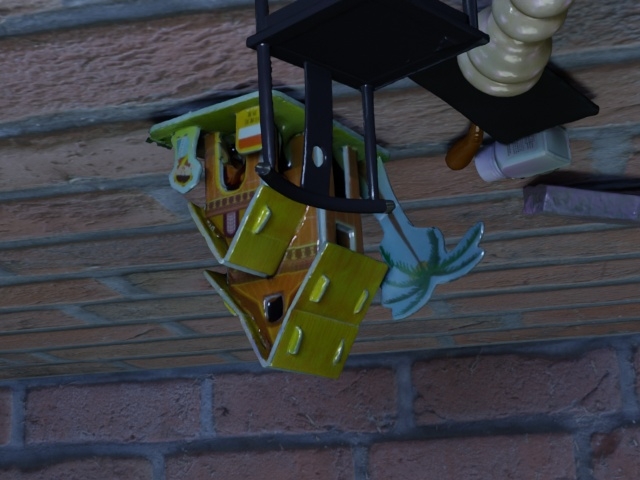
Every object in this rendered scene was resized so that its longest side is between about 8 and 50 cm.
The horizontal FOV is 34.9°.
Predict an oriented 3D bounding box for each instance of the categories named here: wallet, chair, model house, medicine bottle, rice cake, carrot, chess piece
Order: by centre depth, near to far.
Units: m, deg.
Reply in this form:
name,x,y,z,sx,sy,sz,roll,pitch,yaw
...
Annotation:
name,x,y,z,sx,sy,sz,roll,pitch,yaw
chair,0.034,-0.166,0.803,0.141,0.260,0.154,-17,159,42
chess piece,0.197,-0.221,0.982,0.094,0.094,0.170,0,156,-9
wallet,0.216,-0.180,1.217,0.146,0.030,0.285,-10,162,35
model house,0.000,0.000,1.282,0.340,0.324,0.300,-12,163,31
carrot,0.200,-0.130,1.393,0.035,0.035,0.142,1,159,-11
medicine bottle,0.274,-0.119,1.395,0.118,0.055,0.074,-18,161,40
rice cake,0.466,-0.053,1.626,0.298,0.050,0.106,5,178,-16

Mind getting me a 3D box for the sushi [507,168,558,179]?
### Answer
name,x,y,z,sx,sy,sz,roll,pitch,yaw
sushi,0.304,-0.104,1.474,0.083,0.044,0.046,-6,163,19
